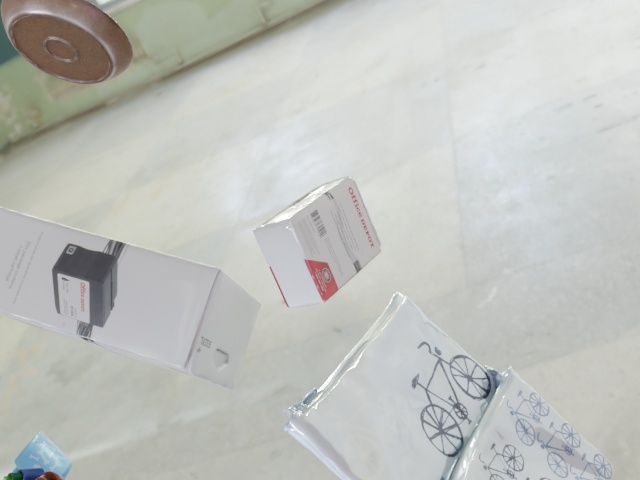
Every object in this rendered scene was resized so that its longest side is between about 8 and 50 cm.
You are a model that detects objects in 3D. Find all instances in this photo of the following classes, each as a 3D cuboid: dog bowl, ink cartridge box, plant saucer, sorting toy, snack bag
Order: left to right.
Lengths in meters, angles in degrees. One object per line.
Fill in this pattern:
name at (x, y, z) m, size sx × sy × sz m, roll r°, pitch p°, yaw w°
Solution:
dog bowl at (-0.490, 0.438, 1.311) m, size 0.166 × 0.074 × 0.297 m, roll -56°, pitch 3°, yaw 45°
sorting toy at (-0.303, 0.265, 0.868) m, size 0.102 × 0.042 × 0.061 m, roll -33°, pitch 62°, yaw 31°
plant saucer at (-0.319, -0.246, 1.050) m, size 0.169 × 0.168 × 0.029 m, roll -8°, pitch 56°, yaw 38°
ink cartridge box at (-0.255, 0.077, 1.073) m, size 0.308 × 0.223 × 0.128 m, roll 15°, pitch 78°, yaw 13°
ink cartridge box at (0.000, 0.000, 0.940) m, size 0.056 × 0.099 × 0.135 m, roll -14°, pitch 15°, yaw 38°
snack bag at (0.156, 0.216, 0.883) m, size 0.037 × 0.342 × 0.323 m, roll -51°, pitch -6°, yaw 33°
